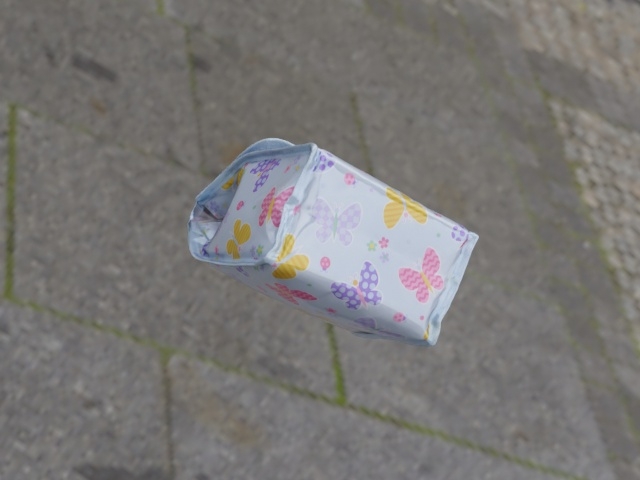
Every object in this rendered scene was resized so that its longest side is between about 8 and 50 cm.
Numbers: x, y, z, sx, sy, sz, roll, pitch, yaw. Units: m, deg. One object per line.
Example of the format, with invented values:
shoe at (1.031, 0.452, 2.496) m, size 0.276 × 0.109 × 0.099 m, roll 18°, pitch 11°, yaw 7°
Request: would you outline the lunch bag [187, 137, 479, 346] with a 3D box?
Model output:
lunch bag at (0.000, 0.000, 0.565) m, size 0.071 × 0.083 × 0.053 m, roll 27°, pitch 77°, yaw -22°
